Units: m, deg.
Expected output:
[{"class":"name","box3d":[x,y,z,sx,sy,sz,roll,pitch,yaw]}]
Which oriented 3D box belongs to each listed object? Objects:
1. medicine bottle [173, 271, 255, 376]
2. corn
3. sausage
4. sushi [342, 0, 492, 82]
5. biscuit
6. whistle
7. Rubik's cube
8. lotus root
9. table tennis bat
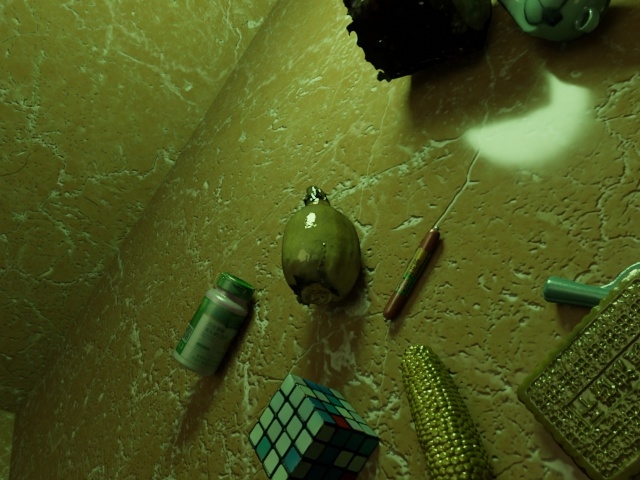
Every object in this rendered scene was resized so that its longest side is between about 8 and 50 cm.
[{"class":"medicine bottle","box3d":[-0.292,0.230,1.363,0.133,0.133,0.274,20,82,55]},{"class":"corn","box3d":[0.190,0.282,0.766,0.091,0.091,0.260,-15,43,-1]},{"class":"sausage","box3d":[0.185,0.068,0.983,0.029,0.029,0.223,27,87,55]},{"class":"sushi","box3d":[0.242,-0.569,1.170,0.294,0.300,0.281,-10,30,44]},{"class":"biscuit","box3d":[0.387,0.175,0.622,0.255,0.029,0.172,-54,44,15]},{"class":"whistle","box3d":[0.463,-0.483,0.946,0.163,0.163,0.290,-37,41,28]},{"class":"Rubik's cube","box3d":[-0.016,0.369,0.904,0.154,0.151,0.155,-57,34,0]},{"class":"lotus root","box3d":[0.000,0.000,1.132,0.182,0.182,0.310,-32,42,33]},{"class":"table tennis bat","box3d":[0.427,0.088,0.664,0.244,0.040,0.153,10,76,50]}]
